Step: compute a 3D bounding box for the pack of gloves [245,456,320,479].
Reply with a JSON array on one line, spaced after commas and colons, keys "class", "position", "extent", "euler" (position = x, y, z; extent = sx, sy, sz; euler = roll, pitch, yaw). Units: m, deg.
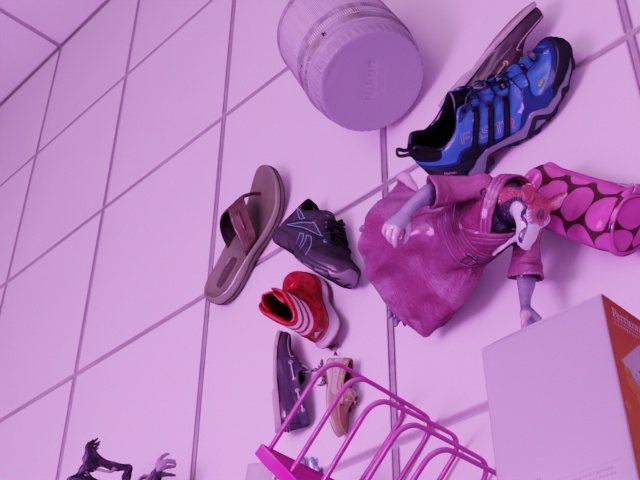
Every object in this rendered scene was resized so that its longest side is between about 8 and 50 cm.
[{"class": "pack of gloves", "position": [-0.087, 0.455, 1.608], "extent": [0.195, 0.046, 0.232], "euler": [-20, 50, 42]}]

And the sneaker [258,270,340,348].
[{"class": "sneaker", "position": [-0.050, 0.093, 1.745], "extent": [0.087, 0.128, 0.221], "euler": [-55, 29, 7]}]

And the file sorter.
[{"class": "file sorter", "position": [0.092, 0.313, 1.349], "extent": [0.182, 0.202, 0.290], "euler": [-57, 34, -1]}]

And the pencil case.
[{"class": "pencil case", "position": [0.358, -0.049, 1.373], "extent": [0.209, 0.095, 0.098], "euler": [26, 118, 55]}]

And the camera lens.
[{"class": "camera lens", "position": [0.051, -0.352, 1.872], "extent": [0.219, 0.219, 0.274], "euler": [-49, 36, 15]}]

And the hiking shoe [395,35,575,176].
[{"class": "hiking shoe", "position": [0.265, -0.206, 1.567], "extent": [0.304, 0.132, 0.113], "euler": [-48, 36, 17]}]

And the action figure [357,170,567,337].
[{"class": "action figure", "position": [0.224, -0.005, 1.434], "extent": [0.370, 0.248, 0.276], "euler": [-32, 15, 50]}]

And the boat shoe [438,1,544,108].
[{"class": "boat shoe", "position": [0.293, -0.289, 1.656], "extent": [0.228, 0.068, 0.081], "euler": [-49, 1, 12]}]

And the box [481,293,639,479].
[{"class": "box", "position": [0.318, 0.270, 1.077], "extent": [0.168, 0.215, 0.345], "euler": [-32, 44, 35]}]

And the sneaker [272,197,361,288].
[{"class": "sneaker", "position": [0.000, 0.000, 1.785], "extent": [0.106, 0.101, 0.267], "euler": [-56, 35, 1]}]

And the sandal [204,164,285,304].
[{"class": "sandal", "position": [-0.161, -0.017, 2.013], "extent": [0.120, 0.086, 0.303], "euler": [12, 75, 54]}]

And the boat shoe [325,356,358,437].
[{"class": "boat shoe", "position": [0.036, 0.246, 1.601], "extent": [0.045, 0.050, 0.135], "euler": [-14, 58, 16]}]

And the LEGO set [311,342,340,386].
[{"class": "LEGO set", "position": [0.015, 0.212, 1.683], "extent": [0.054, 0.023, 0.083], "euler": [8, 59, 52]}]

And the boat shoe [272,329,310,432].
[{"class": "boat shoe", "position": [-0.049, 0.240, 1.724], "extent": [0.065, 0.075, 0.206], "euler": [-3, 44, 1]}]

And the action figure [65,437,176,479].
[{"class": "action figure", "position": [-0.307, 0.456, 1.785], "extent": [0.141, 0.275, 0.164], "euler": [-44, -18, -52]}]
